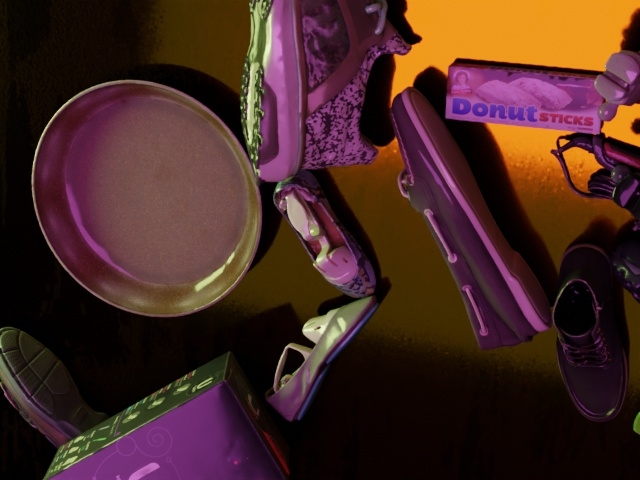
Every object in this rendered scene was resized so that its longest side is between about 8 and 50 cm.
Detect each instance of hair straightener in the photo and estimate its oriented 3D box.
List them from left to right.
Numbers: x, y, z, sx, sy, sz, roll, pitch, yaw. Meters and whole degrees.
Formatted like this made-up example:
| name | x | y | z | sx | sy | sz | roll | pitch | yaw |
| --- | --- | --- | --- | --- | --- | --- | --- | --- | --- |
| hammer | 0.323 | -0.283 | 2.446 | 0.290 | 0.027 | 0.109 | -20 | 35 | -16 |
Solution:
| name | x | y | z | sx | sy | sz | roll | pitch | yaw |
| --- | --- | --- | --- | --- | --- | --- | --- | --- | --- |
| hair straightener | 0.363 | -0.049 | 1.631 | 0.230 | 0.047 | 0.089 | 22 | 115 | 10 |

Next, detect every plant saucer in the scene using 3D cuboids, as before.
| name | x | y | z | sx | sy | sz | roll | pitch | yaw |
| --- | --- | --- | --- | --- | --- | --- | --- | --- | --- |
| plant saucer | -0.213 | -0.055 | 1.820 | 0.310 | 0.050 | 0.311 | 7 | 112 | 17 |

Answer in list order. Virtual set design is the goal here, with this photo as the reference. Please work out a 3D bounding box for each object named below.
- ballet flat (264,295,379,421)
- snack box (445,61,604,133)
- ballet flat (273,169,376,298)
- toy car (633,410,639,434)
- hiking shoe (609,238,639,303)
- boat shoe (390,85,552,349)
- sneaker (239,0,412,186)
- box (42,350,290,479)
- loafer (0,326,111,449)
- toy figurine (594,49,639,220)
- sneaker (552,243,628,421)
| name | x | y | z | sx | sy | sz | roll | pitch | yaw |
| --- | --- | --- | --- | --- | --- | --- | --- | --- | --- |
| ballet flat | -0.006 | 0.138 | 1.812 | 0.068 | 0.072 | 0.213 | 37 | 117 | 7 |
| snack box | 0.233 | -0.162 | 1.646 | 0.178 | 0.022 | 0.064 | 7 | 113 | 15 |
| ballet flat | 0.000 | 0.000 | 1.761 | 0.070 | 0.070 | 0.188 | -31 | 98 | 26 |
| toy car | 0.476 | 0.253 | 1.704 | 0.225 | 0.053 | 0.239 | 32 | 116 | 5 |
| hiking shoe | 0.475 | 0.066 | 1.624 | 0.304 | 0.113 | 0.132 | 30 | 86 | 13 |
| boat shoe | 0.152 | -0.015 | 1.679 | 0.095 | 0.112 | 0.335 | -27 | 103 | 20 |
| sneaker | 0.015 | -0.260 | 1.648 | 0.182 | 0.158 | 0.410 | 2 | 112 | -15 |
| box | -0.192 | 0.288 | 1.845 | 0.270 | 0.143 | 0.165 | -30 | 99 | 4 |
| loafer | -0.363 | 0.237 | 1.958 | 0.267 | 0.096 | 0.084 | 46 | 122 | -5 |
| toy figurine | 0.402 | -0.121 | 1.520 | 0.209 | 0.148 | 0.213 | -13 | 87 | 27 |
| sneaker | 0.303 | 0.125 | 1.676 | 0.083 | 0.118 | 0.222 | -5 | 108 | 20 |
